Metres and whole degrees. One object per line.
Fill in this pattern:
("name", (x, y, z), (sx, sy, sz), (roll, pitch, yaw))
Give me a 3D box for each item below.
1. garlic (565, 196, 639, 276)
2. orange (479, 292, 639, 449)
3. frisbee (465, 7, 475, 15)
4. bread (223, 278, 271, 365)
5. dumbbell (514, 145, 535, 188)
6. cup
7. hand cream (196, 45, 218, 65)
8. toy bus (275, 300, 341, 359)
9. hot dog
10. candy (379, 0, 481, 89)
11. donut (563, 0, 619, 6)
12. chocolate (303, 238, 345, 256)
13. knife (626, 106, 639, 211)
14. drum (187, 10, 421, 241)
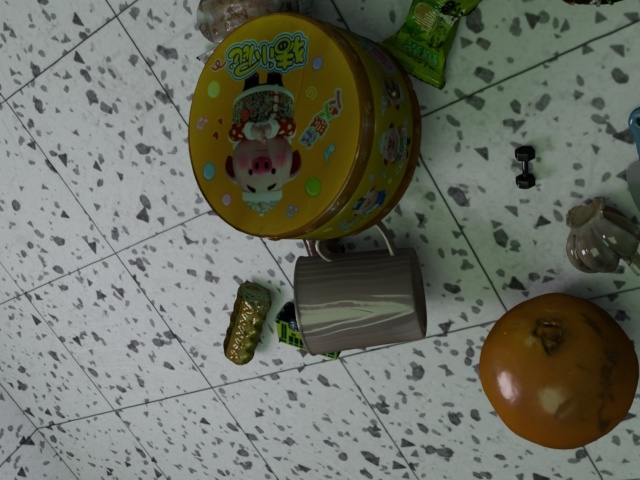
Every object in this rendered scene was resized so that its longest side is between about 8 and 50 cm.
("garlic", (0.551, 0.018, 1.465), (0.131, 0.127, 0.194), (-28, 124, 36))
("orange", (0.475, 0.262, 1.545), (0.312, 0.312, 0.312), (15, 127, 20))
("frisbee", (0.298, -0.465, 1.337), (0.211, 0.012, 0.187), (37, 132, 1))
("bread", (-0.199, 0.228, 2.037), (0.098, 0.087, 0.270), (27, 130, 9))
("dumbbell", (0.396, -0.140, 1.487), (0.036, 0.040, 0.083), (34, 142, 50))
("cup", (0.084, 0.099, 1.695), (0.273, 0.208, 0.289), (-7, 81, 13))
("hand cream", (-0.186, -0.303, 1.696), (0.084, 0.050, 0.257), (-12, 108, 33))
("toy bus", (-0.023, 0.227, 1.938), (0.174, 0.088, 0.101), (15, 129, 18))
("hot dog", (-0.136, -0.469, 1.537), (0.267, 0.075, 0.144), (3, 118, 31))
("candy", (0.200, -0.398, 1.395), (0.149, 0.069, 0.246), (34, 132, 11))
("donut", (0.429, -0.488, 1.182), (0.269, 0.103, 0.270), (14, 124, 21))
("chocolate", (-0.005, 0.003, 1.792), (0.102, 0.065, 0.330), (-3, 118, 31))
("knife", (0.587, -0.130, 1.400), (0.058, 0.032, 0.244), (2, 126, 26))
("drum", (-0.033, -0.206, 1.453), (0.431, 0.214, 0.432), (1, 91, 36))
